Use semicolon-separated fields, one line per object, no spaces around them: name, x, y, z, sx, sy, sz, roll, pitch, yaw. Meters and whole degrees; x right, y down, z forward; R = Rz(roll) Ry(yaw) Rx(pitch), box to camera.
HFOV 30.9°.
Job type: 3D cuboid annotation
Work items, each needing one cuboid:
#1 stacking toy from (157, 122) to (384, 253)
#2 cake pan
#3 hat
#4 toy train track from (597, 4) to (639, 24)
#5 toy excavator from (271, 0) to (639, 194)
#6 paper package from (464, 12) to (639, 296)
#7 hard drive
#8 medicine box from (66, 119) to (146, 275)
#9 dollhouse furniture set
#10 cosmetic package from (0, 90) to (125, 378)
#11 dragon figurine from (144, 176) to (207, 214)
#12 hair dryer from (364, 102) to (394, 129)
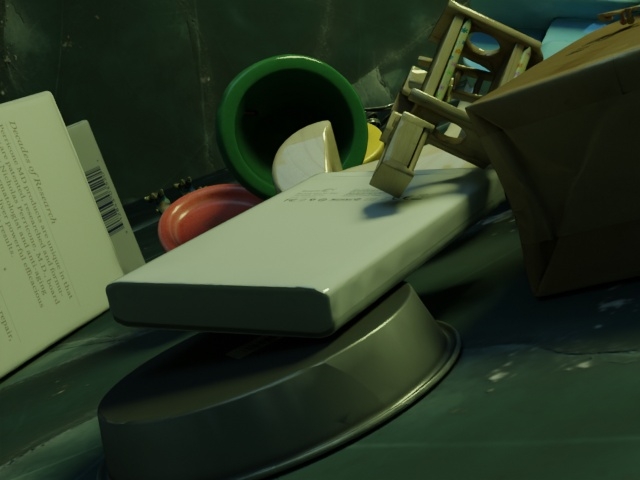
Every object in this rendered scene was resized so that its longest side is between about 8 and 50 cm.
stacking toy;-0.010;0.009;1.339;0.309;0.130;0.279;-27;37;-19
cake pan;-0.040;0.102;0.875;0.293;0.054;0.293;-20;10;4
hat;-0.050;-0.117;1.376;0.209;0.173;0.183;-28;2;-23
toy train track;0.266;-0.188;0.955;0.048;0.014;0.083;-20;11;-38
toy excavator;0.213;-0.153;1.231;0.433;0.222;0.445;9;49;24
paper package;0.323;-0.110;0.928;0.310;0.168;0.325;-17;11;34
hard drive;0.000;0.000;0.960;0.203;0.040;0.307;0;19;32
medicine box;-0.466;-0.014;1.833;0.289;0.263;0.149;-18;9;19
dollhouse furniture set;0.109;-0.085;1.043;0.161;0.101;0.181;120;174;-64
cosmetic package;-0.530;0.026;1.560;0.330;0.327;0.394;-18;9;23
dragon figurine;-0.181;-0.003;1.690;0.085;0.144;0.289;-23;-10;0
hair dryer;0.033;-0.138;1.691;0.294;0.080;0.224;-17;-33;33
